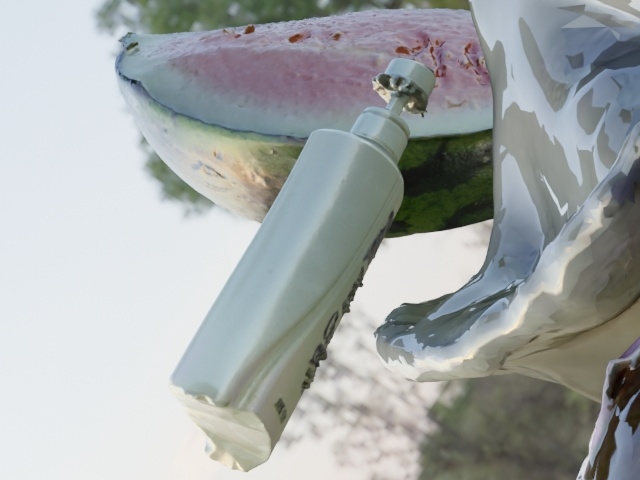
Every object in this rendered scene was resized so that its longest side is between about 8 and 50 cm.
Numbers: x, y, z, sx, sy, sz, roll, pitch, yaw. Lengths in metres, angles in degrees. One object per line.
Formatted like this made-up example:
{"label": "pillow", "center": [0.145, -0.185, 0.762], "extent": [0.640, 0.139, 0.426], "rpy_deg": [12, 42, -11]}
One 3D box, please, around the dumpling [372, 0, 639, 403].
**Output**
{"label": "dumpling", "center": [0.118, -0.059, 0.446], "extent": [0.243, 0.175, 0.227], "rpy_deg": [-71, -19, 2]}

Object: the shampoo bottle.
{"label": "shampoo bottle", "center": [0.000, 0.000, 0.537], "extent": [0.141, 0.034, 0.049], "rpy_deg": [-62, -32, -25]}

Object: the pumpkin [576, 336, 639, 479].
{"label": "pumpkin", "center": [0.171, 0.075, 0.305], "extent": [0.260, 0.260, 0.189], "rpy_deg": [-56, -26, -4]}

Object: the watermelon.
{"label": "watermelon", "center": [0.019, -0.060, 0.737], "extent": [0.063, 0.245, 0.119], "rpy_deg": [74, -156, -47]}
